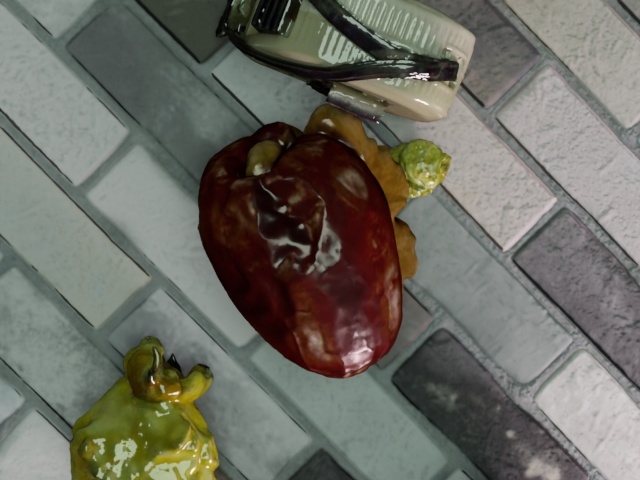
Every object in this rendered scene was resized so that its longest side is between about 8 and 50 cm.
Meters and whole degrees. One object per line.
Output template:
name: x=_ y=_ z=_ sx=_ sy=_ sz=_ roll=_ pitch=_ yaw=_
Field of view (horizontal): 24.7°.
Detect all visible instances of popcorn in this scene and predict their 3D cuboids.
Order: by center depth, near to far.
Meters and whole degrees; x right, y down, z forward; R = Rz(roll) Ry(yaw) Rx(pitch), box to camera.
popcorn: x=-0.182 y=0.215 z=1.604 sx=0.168 sy=0.173 sz=0.195 roll=29 pitch=91 yaw=27
popcorn: x=0.107 y=-0.087 z=1.663 sx=0.083 sy=0.059 sz=0.068 roll=4 pitch=123 yaw=18

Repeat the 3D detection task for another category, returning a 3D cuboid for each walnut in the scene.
walnut: x=0.000 y=0.000 z=1.595 sx=0.244 sy=0.222 sz=0.269 roll=-35 pitch=113 yaw=-35

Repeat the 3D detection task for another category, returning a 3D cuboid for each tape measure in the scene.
tape measure: x=0.019 y=-0.210 z=1.560 sx=0.271 sy=0.231 sz=0.133 roll=23 pitch=91 yaw=-6
